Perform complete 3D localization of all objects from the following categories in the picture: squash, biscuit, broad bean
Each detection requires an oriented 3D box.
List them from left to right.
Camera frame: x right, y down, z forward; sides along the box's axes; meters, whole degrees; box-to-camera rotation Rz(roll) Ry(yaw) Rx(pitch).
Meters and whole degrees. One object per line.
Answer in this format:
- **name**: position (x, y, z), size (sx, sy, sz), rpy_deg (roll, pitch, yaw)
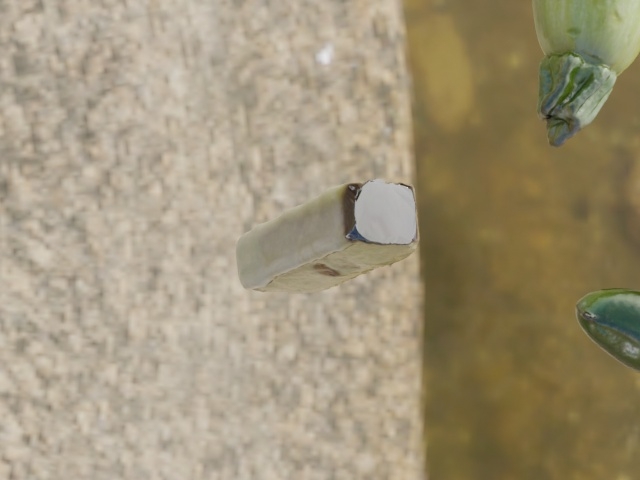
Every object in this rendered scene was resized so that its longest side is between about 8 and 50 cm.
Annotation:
- **biscuit**: position (0.000, 0.000, 1.079), size (0.056, 0.188, 0.052), rpy_deg (-3, 80, -23)
- **squash**: position (0.221, -0.215, 1.352), size (0.137, 0.137, 0.287), rpy_deg (1, 86, -40)
- **broad bean**: position (0.219, 0.057, 0.795), size (0.227, 0.069, 0.039), rpy_deg (10, 114, -28)
